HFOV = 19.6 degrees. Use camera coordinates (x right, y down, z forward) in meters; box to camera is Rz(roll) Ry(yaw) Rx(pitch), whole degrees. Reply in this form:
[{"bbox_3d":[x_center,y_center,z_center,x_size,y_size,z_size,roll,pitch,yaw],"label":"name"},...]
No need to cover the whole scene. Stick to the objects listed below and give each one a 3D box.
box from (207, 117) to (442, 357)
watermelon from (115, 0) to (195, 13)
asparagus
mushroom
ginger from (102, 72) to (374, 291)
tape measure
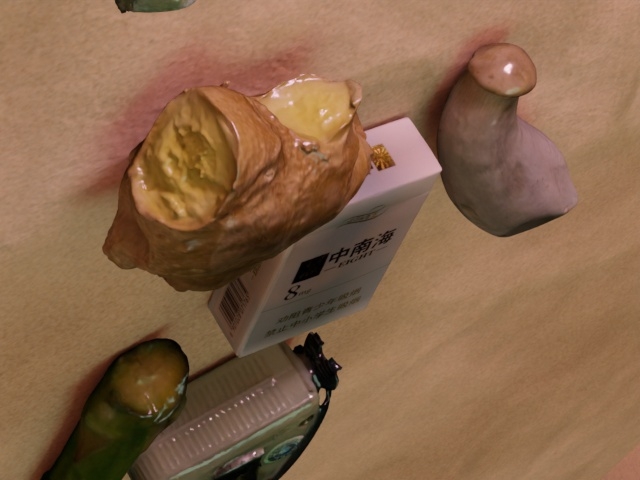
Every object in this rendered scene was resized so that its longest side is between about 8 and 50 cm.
[{"bbox_3d":[0.000,0.000,1.682,0.155,0.067,0.243,-21,156,-30],"label":"box"},{"bbox_3d":[-0.077,-0.256,0.924,0.139,0.193,0.257,-24,143,-23],"label":"watermelon"},{"bbox_3d":[-0.221,0.213,1.827,0.343,0.082,0.085,-52,-174,42],"label":"asparagus"},{"bbox_3d":[0.160,-0.083,1.682,0.118,0.103,0.270,-33,153,1],"label":"mushroom"},{"bbox_3d":[-0.044,-0.046,1.446,0.270,0.123,0.219,-5,143,-50],"label":"ginger"},{"bbox_3d":[-0.087,0.210,1.949,0.235,0.115,0.207,-28,156,-11],"label":"tape measure"}]
